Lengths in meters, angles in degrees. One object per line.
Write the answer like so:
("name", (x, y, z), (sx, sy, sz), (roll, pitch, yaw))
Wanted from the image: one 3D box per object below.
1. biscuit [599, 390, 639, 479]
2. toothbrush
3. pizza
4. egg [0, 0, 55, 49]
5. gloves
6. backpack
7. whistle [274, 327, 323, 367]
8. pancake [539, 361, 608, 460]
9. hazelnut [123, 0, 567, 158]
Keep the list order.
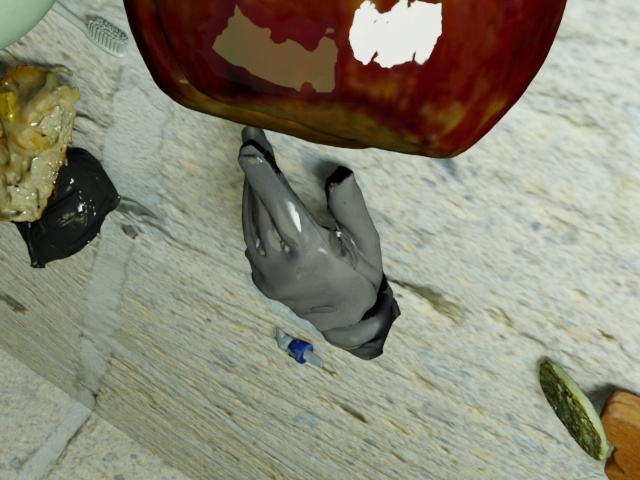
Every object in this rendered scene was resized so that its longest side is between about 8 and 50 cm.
("biscuit", (0.403, 0.240, 0.872), (0.306, 0.043, 0.284), (1, 137, 52))
("toothbrush", (-0.289, -0.250, 0.870), (0.276, 0.019, 0.025), (34, 150, -1))
("pizza", (-0.356, -0.112, 1.065), (0.297, 0.071, 0.189), (-2, 96, 41))
("egg", (-0.272, -0.231, 0.668), (0.203, 0.203, 0.283), (38, 161, -8))
("gloves", (0.002, 0.010, 0.903), (0.142, 0.119, 0.285), (-19, 126, 22))
("backpack", (-0.311, -0.045, 1.163), (0.165, 0.106, 0.120), (-22, 100, 42))
("whistle", (-0.029, 0.140, 1.238), (0.083, 0.029, 0.033), (26, 139, 32))
("pancake", (0.240, 0.162, 0.916), (0.108, 0.017, 0.108), (56, 170, 15))
("hazelnut", (0.012, -0.152, 0.506), (0.234, 0.218, 0.218), (10, 151, 6))
